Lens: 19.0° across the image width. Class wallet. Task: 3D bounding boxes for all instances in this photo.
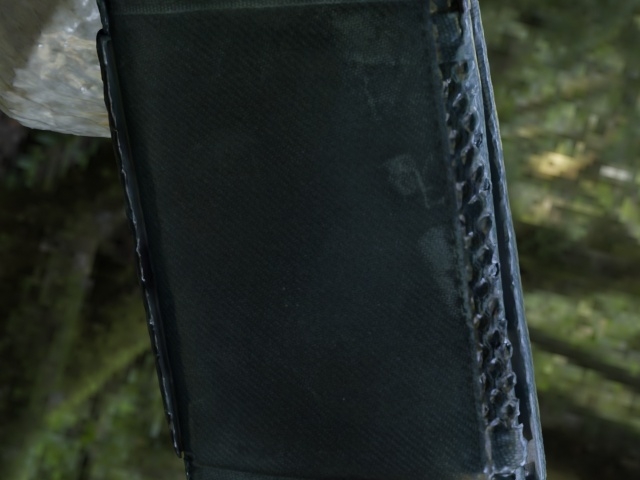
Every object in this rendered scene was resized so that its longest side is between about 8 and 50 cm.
[{"bbox_3d":[0.000,0.000,1.119,0.075,0.237,0.342,-46,130,-59],"label":"wallet"}]

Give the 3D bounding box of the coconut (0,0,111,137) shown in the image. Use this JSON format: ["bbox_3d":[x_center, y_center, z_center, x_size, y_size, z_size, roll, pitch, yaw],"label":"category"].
[{"bbox_3d":[-0.157,-0.237,1.270,0.329,0.329,0.329,14,90,-88],"label":"coconut"}]
